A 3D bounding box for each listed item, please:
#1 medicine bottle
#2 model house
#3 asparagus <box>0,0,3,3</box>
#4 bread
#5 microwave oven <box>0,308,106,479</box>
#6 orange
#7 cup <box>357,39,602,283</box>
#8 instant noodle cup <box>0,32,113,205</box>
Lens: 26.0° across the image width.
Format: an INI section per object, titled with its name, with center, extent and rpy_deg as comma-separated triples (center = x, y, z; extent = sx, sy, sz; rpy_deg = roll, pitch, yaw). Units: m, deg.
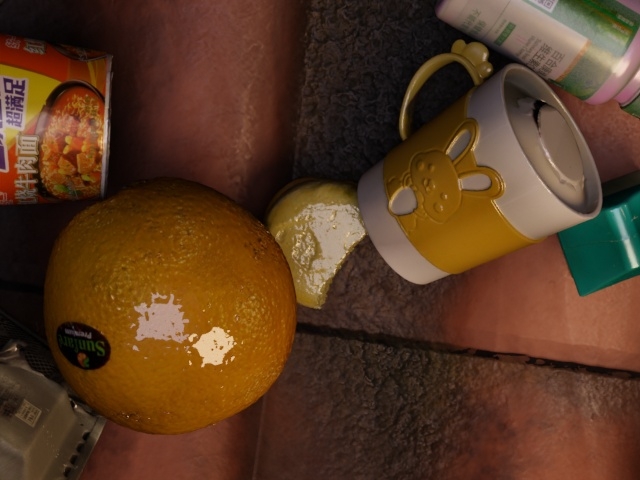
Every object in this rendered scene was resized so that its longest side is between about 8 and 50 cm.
[medicine bottle]
center = 0.271, -0.235, 1.499
extent = 0.274, 0.133, 0.133
rpy_deg = 28, 100, -5
[model house]
center = 0.330, -0.006, 1.537
extent = 0.127, 0.149, 0.100
rpy_deg = -20, 97, 5
[asparagus]
center = -0.381, -0.249, 1.556
extent = 0.233, 0.023, 0.022
rpy_deg = -52, 52, 9
[bread]
center = -0.006, -0.008, 1.571
extent = 0.125, 0.086, 0.156
rpy_deg = 40, 98, -2
[microwave oven]
center = -0.414, 0.266, 1.450
extent = 0.236, 0.432, 0.374
rpy_deg = 37, 99, -7
[orange]
center = -0.159, 0.067, 1.458
extent = 0.274, 0.274, 0.274
rpy_deg = 0, 101, 0
[cup]
center = 0.159, -0.087, 1.497
extent = 0.226, 0.185, 0.241
rpy_deg = -31, 73, 30
[instant noodle cup]
center = -0.313, -0.128, 1.497
extent = 0.174, 0.213, 0.213
rpy_deg = 3, 102, -10
